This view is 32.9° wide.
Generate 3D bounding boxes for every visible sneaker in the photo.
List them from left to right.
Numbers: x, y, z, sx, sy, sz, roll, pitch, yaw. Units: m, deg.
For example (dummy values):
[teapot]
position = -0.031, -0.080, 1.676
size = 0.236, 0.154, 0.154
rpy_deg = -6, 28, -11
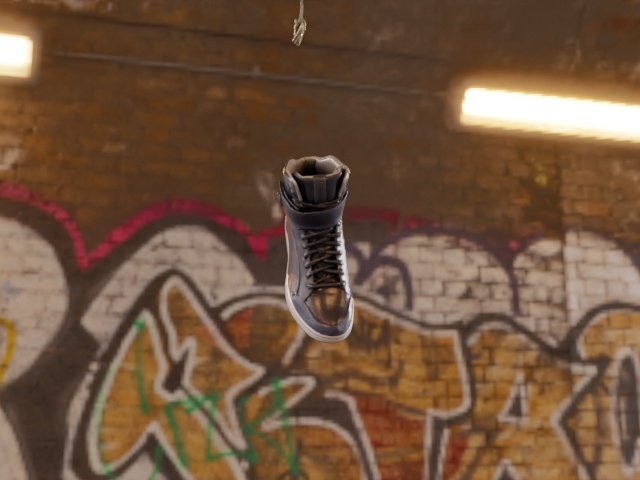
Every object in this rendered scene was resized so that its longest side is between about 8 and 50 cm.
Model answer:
[sneaker]
position = -0.002, 0.000, 1.346
size = 0.086, 0.226, 0.163
rpy_deg = -6, -32, -11

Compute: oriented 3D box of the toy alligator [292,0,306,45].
[toy alligator]
position = -0.019, -0.286, 1.090
size = 0.051, 0.056, 0.190
rpy_deg = 21, -54, 0
